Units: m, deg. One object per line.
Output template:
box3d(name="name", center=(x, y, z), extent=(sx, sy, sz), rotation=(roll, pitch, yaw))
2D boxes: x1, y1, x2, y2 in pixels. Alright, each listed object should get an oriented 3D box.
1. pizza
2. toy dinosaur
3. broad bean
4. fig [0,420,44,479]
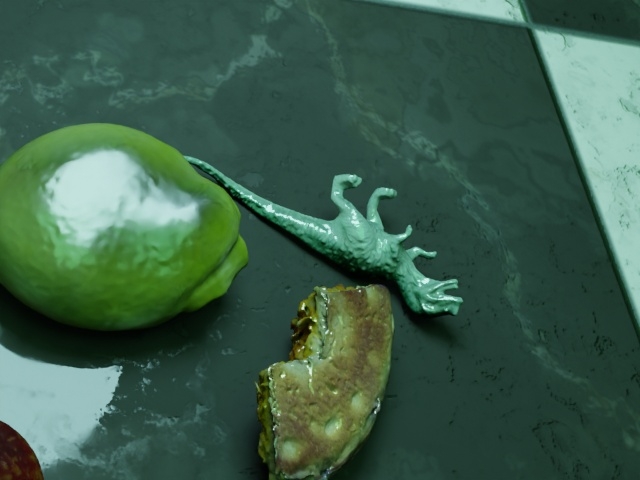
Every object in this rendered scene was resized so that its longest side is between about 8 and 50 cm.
box3d(name="pizza", center=(0.000, 0.153, 1.309), extent=(0.161, 0.086, 0.305), rotation=(50, 48, -21))
box3d(name="toy dinosaur", center=(0.021, -0.042, 1.457), extent=(0.383, 0.076, 0.129), rotation=(30, 69, 2))
box3d(name="broad bean", center=(-0.220, -0.015, 1.280), extent=(0.291, 0.119, 0.238), rotation=(2, 67, -25))
box3d(name="fig", center=(-0.314, 0.212, 1.013), extent=(0.175, 0.207, 0.175), rotation=(16, 52, -21))
